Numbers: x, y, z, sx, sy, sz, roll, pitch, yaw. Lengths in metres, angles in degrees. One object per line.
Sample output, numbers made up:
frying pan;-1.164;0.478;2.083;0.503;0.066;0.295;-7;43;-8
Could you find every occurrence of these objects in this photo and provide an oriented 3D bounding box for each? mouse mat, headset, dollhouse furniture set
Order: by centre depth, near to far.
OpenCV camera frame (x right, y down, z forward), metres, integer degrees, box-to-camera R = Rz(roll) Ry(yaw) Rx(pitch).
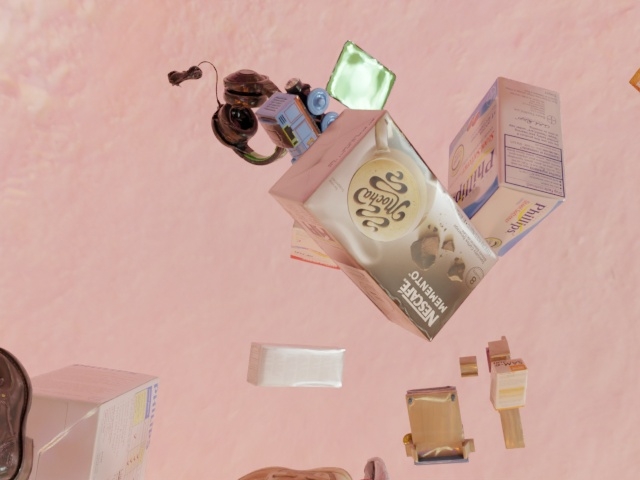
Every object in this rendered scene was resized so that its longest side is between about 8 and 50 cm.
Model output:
dollhouse furniture set;0.342;0.389;1.724;0.304;0.198;0.286;-10;104;12
mouse mat;0.106;-0.405;1.740;0.190;0.007;0.152;27;84;-33
headset;-0.249;-0.373;1.908;0.394;0.243;0.185;43;42;19

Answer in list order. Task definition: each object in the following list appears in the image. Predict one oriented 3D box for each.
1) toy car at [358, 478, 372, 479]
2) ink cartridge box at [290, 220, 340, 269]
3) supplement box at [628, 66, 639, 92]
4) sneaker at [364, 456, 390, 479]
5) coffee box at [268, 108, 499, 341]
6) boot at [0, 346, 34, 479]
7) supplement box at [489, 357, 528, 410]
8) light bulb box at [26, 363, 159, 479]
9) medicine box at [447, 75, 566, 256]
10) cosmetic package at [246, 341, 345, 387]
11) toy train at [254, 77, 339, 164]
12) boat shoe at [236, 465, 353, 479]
toy car;0.005;0.423;0.963;0.053;0.225;0.239;14;57;22
ink cartridge box;0.000;0.000;1.650;0.134;0.231;0.077;14;65;2
supplement box;0.679;-0.361;1.238;0.080;0.233;0.078;-21;61;-31
sneaker;0.076;0.541;1.339;0.153;0.268;0.101;-15;112;2
coffee box;0.095;-0.019;0.947;0.168;0.119;0.297;-48;118;-11
boot;-0.519;0.241;0.975;0.091;0.229;0.262;-28;61;1
supplement box;0.367;0.281;1.318;0.062;0.036;0.098;-7;119;-3
light bulb box;-0.532;0.475;1.458;0.226;0.361;0.357;8;87;4
medicine box;0.395;-0.155;1.473;0.149;0.263;0.289;14;60;-9
cosmetic package;-0.057;0.301;1.634;0.239;0.060;0.098;9;88;-31
toy train;-0.019;-0.168;1.076;0.105;0.080;0.184;-46;128;-14
boat shoe;-0.091;0.639;1.702;0.342;0.110;0.121;-13;85;12
